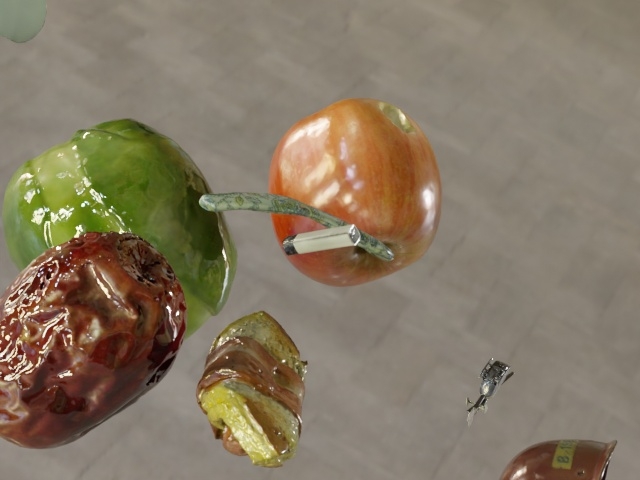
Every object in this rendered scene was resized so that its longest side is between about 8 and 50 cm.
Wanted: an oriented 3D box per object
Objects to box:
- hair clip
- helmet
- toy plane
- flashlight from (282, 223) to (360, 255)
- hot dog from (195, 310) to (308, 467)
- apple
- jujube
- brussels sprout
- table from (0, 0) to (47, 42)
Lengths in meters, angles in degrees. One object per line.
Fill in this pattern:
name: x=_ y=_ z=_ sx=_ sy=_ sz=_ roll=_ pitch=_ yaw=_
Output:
hair clip: x=-0.020 y=-0.022 z=1.629 sx=0.229 sy=0.036 sz=0.066 roll=16 pitch=9 yaw=-23
helmet: x=0.217 y=0.261 z=1.457 sx=0.106 sy=0.155 sz=0.175 roll=10 pitch=30 yaw=10
toy plane: x=0.229 y=0.202 z=2.075 sx=0.031 sy=0.049 sz=0.121 roll=24 pitch=50 yaw=24
flashlight: x=0.000 y=0.000 z=1.517 sx=0.083 sy=0.018 sz=0.018 roll=-10 pitch=30 yaw=35
hot dog: x=-0.077 y=0.171 z=1.621 sx=0.123 sy=0.093 sz=0.261 roll=47 pitch=17 yaw=-13
apple: x=0.043 y=-0.074 z=2.032 sx=0.242 sy=0.242 sz=0.241 roll=2 pitch=56 yaw=-31
jujube: x=-0.251 y=0.101 z=1.582 sx=0.183 sy=0.243 sz=0.183 roll=42 pitch=15 yaw=-14
brussels sprout: x=-0.288 y=-0.019 z=2.139 sx=0.315 sy=0.276 sz=0.371 roll=45 pitch=-16 yaw=-32
table: x=-0.390 y=-0.276 z=1.507 sx=0.198 sy=0.166 sz=0.166 roll=28 pitch=30 yaw=31
